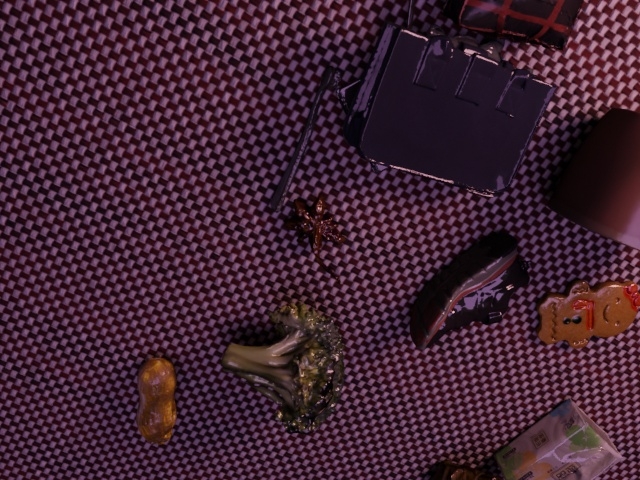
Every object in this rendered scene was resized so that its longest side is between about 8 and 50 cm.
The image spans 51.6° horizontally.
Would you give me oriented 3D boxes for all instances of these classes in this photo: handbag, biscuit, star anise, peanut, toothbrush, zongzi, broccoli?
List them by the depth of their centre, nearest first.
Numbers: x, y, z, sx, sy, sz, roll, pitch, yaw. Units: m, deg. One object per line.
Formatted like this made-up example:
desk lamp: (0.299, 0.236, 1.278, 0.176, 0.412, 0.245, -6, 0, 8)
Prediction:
handbag: (0.324, -0.410, 1.081, 0.216, 0.155, 0.169, 10, 117, -11)
handbag: (0.224, -0.241, 1.152, 0.326, 0.118, 0.269, 13, 113, -24)
toothbrush: (-0.030, -0.181, 1.231, 0.031, 0.030, 0.297, 17, 111, -21)
star anise: (0.000, 0.000, 1.292, 0.097, 0.070, 0.190, -28, 114, 7)
broccoli: (-0.072, 0.252, 1.305, 0.244, 0.246, 0.262, 9, 135, -1)
biscuit: (0.572, 0.156, 1.407, 0.226, 0.036, 0.165, -6, 112, -1)
peanut: (-0.349, 0.342, 1.411, 0.087, 0.087, 0.206, 4, 112, -5)
zongzi: (0.420, 0.627, 1.490, 0.288, 0.134, 0.286, -11, 130, 49)

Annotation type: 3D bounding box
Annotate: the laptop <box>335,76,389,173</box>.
laptop: (0.122, -0.226, 1.226, 0.129, 0.016, 0.180, -25, 113, 8)

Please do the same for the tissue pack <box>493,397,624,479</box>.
tissue pack: (0.542, 0.505, 1.496, 0.229, 0.145, 0.159, -43, 108, 14)

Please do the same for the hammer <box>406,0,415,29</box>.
hammer: (0.147, -0.309, 1.173, 0.058, 0.029, 0.291, 1, 110, -9)

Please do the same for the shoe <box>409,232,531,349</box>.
shoe: (0.305, 0.117, 1.340, 0.291, 0.114, 0.137, -43, 114, 11)

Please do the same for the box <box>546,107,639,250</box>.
box: (0.584, -0.097, 1.176, 0.301, 0.301, 0.216, 17, 104, -10)
